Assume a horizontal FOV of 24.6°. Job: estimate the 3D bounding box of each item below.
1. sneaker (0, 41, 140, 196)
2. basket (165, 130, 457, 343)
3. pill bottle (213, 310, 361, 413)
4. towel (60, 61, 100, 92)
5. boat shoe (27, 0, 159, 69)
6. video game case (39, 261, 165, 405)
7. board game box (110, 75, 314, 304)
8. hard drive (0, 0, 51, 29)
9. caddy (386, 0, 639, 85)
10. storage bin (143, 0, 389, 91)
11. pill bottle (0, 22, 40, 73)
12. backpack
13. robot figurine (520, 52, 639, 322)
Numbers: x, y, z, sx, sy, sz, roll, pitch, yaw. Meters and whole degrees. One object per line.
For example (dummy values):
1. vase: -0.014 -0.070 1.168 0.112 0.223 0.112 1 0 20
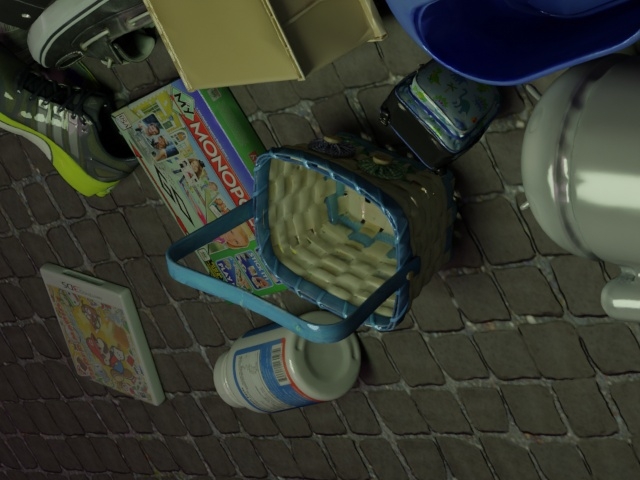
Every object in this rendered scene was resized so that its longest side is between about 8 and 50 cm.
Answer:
1. sneaker: -0.361 -0.186 2.037 0.121 0.111 0.300 -24 129 35
2. basket: 0.000 0.000 1.684 0.254 0.289 0.201 23 135 31
3. pill bottle: -0.054 0.174 2.035 0.221 0.124 0.124 -19 106 53
4. towel: -0.344 -0.219 2.099 0.060 0.009 0.083 50 144 3
5. boat shoe: -0.264 -0.275 1.870 0.335 0.121 0.119 -26 96 51
6. video game case: -0.361 0.155 2.429 0.206 0.026 0.227 15 131 39
7. board game box: -0.135 -0.070 1.976 0.213 0.046 0.317 -17 108 53
8. hard drive: -0.296 -0.420 1.704 0.064 0.237 0.339 15 156 -28
9. caddy: 0.192 -0.278 1.334 0.341 0.179 0.241 -16 109 51
10. storage bin: -0.094 -0.306 1.629 0.262 0.123 0.260 5 124 57
11. pill bottle: -0.443 -0.281 2.093 0.078 0.078 0.137 23 135 33
12. backpack: 0.137 -0.147 1.560 0.105 0.114 0.084 46 143 2
13. robot figurine: 0.332 -0.067 1.347 0.353 0.200 0.300 12 92 41
